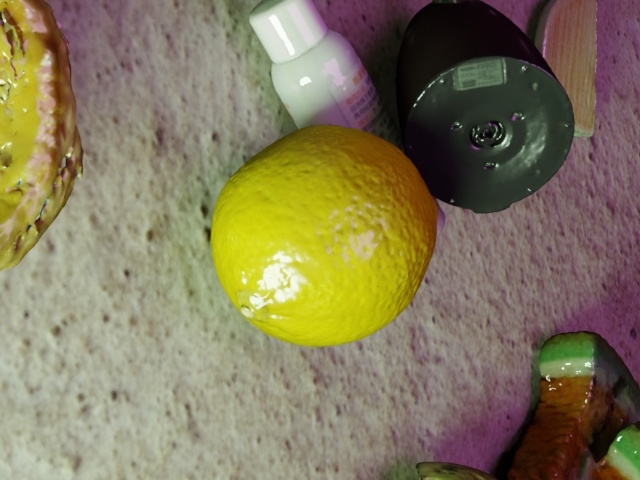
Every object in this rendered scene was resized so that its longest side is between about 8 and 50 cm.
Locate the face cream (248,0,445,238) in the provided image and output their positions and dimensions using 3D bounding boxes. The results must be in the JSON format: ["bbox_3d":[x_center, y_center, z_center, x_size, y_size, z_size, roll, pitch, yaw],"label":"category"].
[{"bbox_3d":[0.024,-0.105,0.829,0.082,0.082,0.269,-50,120,-33],"label":"face cream"}]

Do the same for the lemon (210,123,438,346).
[{"bbox_3d":[0.000,0.000,0.736,0.203,0.178,0.178,-45,118,-38],"label":"lemon"}]

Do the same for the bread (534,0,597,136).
[{"bbox_3d":[0.299,-0.227,1.134,0.112,0.036,0.193,-4,94,-39],"label":"bread"}]

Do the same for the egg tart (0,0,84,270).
[{"bbox_3d":[-0.279,-0.082,0.524,0.291,0.107,0.291,-2,93,-40],"label":"egg tart"}]

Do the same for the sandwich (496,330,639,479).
[{"bbox_3d":[0.325,0.265,1.050,0.301,0.162,0.250,-48,116,-37],"label":"sandwich"}]

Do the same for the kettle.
[{"bbox_3d":[0.147,-0.130,0.867,0.232,0.144,0.202,-90,166,-57],"label":"kettle"}]

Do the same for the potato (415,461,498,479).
[{"bbox_3d":[0.186,0.338,0.895,0.160,0.111,0.272,-93,163,-69],"label":"potato"}]
